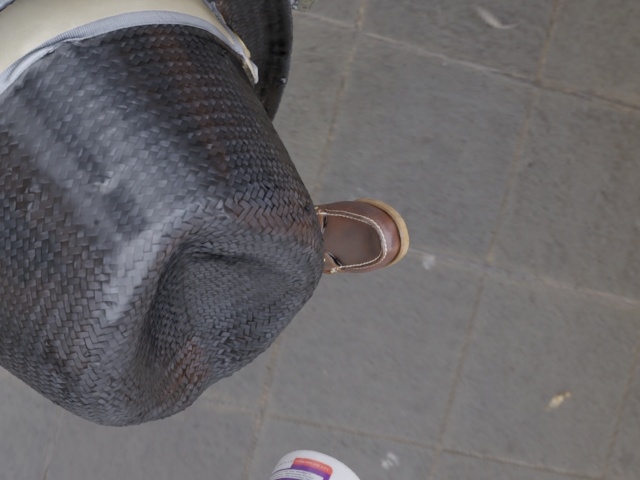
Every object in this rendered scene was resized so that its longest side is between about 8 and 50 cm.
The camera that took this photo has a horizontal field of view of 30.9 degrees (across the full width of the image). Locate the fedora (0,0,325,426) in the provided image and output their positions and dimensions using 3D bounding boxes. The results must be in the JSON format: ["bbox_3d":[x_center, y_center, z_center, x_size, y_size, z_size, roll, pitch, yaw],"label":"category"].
[{"bbox_3d":[-0.099,0.001,0.608,0.334,0.334,0.152,-38,72,-4],"label":"fedora"}]

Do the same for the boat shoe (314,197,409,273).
[{"bbox_3d":[0.000,0.000,1.145,0.073,0.207,0.073,-17,99,-34],"label":"boat shoe"}]

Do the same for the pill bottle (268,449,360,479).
[{"bbox_3d":[-0.033,0.323,1.206,0.108,0.108,0.193,47,44,-15],"label":"pill bottle"}]

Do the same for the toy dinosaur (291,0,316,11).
[{"bbox_3d":[-0.118,-0.263,1.154,0.268,0.064,0.118,-18,95,-21],"label":"toy dinosaur"}]
